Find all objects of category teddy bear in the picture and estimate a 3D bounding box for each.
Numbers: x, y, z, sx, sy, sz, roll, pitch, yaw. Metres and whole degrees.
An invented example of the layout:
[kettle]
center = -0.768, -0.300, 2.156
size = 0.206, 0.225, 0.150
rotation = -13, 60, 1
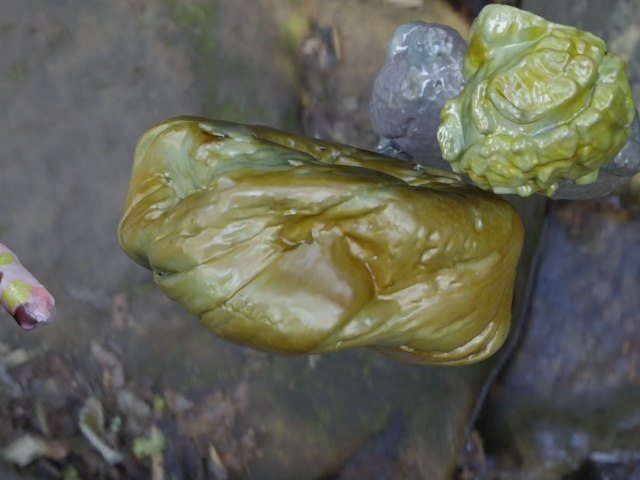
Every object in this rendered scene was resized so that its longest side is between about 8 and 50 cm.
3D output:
[teddy bear]
center = 0.181, -0.122, 1.751
size = 0.267, 0.236, 0.151
rotation = 8, 99, -10

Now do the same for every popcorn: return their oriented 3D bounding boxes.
[popcorn]
center = 0.158, -0.090, 1.312
size = 0.135, 0.162, 0.141
rotation = 18, 51, 45

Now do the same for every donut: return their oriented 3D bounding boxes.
[donut]
center = 0.000, 0.000, 1.559
size = 0.360, 0.360, 0.170
rotation = 17, 98, 15

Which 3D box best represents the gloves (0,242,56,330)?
[gloves]
center = -0.305, 0.056, 1.459
size = 0.145, 0.126, 0.241
rotation = 15, 22, -26
